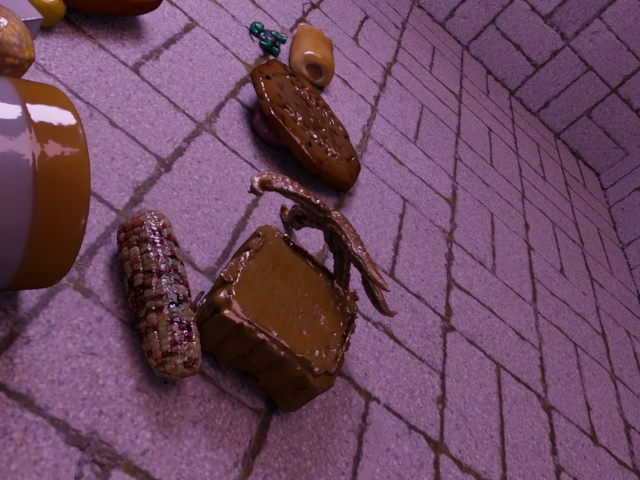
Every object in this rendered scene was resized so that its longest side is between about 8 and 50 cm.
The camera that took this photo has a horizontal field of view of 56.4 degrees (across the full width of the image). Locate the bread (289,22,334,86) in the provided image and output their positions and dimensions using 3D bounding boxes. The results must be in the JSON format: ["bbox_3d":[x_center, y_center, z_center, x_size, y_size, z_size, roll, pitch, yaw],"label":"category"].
[{"bbox_3d":[-0.018,-0.505,1.624,0.134,0.085,0.173,25,39,-29],"label":"bread"}]

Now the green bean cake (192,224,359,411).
[{"bbox_3d":[-0.066,0.111,0.902,0.224,0.131,0.230,40,36,-9],"label":"green bean cake"}]

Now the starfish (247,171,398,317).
[{"bbox_3d":[0.006,-0.009,1.012,0.327,0.094,0.375,48,-7,-22],"label":"starfish"}]

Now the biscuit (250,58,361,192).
[{"bbox_3d":[-0.023,-0.265,1.357,0.359,0.046,0.359,40,29,-28],"label":"biscuit"}]

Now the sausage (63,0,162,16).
[{"bbox_3d":[-0.413,-0.508,1.132,0.141,0.153,0.268,20,22,29],"label":"sausage"}]

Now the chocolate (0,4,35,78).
[{"bbox_3d":[-0.543,-0.285,0.787,0.309,0.134,0.134,10,48,-43],"label":"chocolate"}]

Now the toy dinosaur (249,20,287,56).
[{"bbox_3d":[-0.141,-0.527,1.548,0.096,0.059,0.132,23,31,-19],"label":"toy dinosaur"}]

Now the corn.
[{"bbox_3d":[-0.220,0.074,0.815,0.086,0.086,0.253,5,54,-45],"label":"corn"}]

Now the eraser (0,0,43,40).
[{"bbox_3d":[-0.562,-0.405,0.943,0.210,0.068,0.124,48,34,-1],"label":"eraser"}]

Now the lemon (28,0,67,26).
[{"bbox_3d":[-0.482,-0.403,1.032,0.083,0.062,0.062,-12,63,-31],"label":"lemon"}]

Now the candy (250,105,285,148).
[{"bbox_3d":[-0.105,-0.249,1.307,0.103,0.043,0.103,32,35,-26],"label":"candy"}]

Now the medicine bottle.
[{"bbox_3d":[-0.399,-0.061,0.620,0.232,0.238,0.238,-1,56,-46],"label":"medicine bottle"}]
